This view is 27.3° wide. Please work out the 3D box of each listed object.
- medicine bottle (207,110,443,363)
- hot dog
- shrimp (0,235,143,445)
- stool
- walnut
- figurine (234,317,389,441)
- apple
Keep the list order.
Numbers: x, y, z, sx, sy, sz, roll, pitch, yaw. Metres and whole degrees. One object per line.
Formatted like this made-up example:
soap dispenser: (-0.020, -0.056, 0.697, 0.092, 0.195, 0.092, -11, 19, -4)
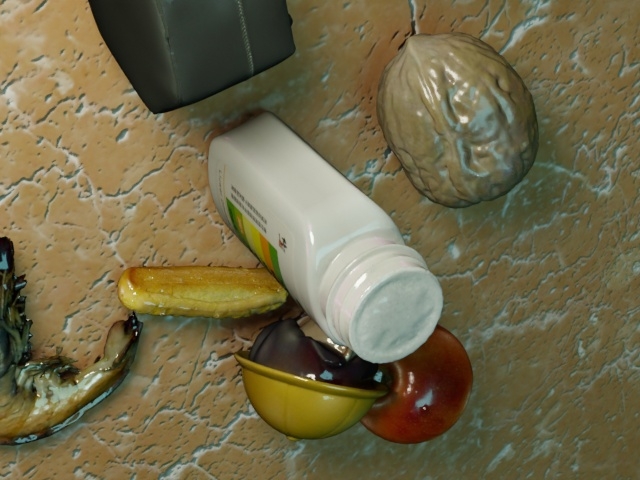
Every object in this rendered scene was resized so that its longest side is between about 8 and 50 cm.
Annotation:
medicine bottle: (0.000, 0.000, 1.392, 0.124, 0.324, 0.179, -28, 130, -17)
hot dog: (-0.136, 0.064, 1.525, 0.215, 0.066, 0.047, -1, 146, -34)
shrimp: (-0.298, 0.103, 1.443, 0.222, 0.054, 0.290, -16, 129, -23)
stool: (-0.131, -0.239, 1.234, 0.141, 0.232, 0.232, -27, 130, -20)
walnut: (0.156, -0.144, 1.516, 0.178, 0.178, 0.230, -39, 122, -7)
figurine: (0.022, 0.124, 1.581, 0.257, 0.167, 0.192, -47, 170, -1)
apple: (0.112, 0.181, 1.693, 0.139, 0.163, 0.163, 8, 113, -45)
